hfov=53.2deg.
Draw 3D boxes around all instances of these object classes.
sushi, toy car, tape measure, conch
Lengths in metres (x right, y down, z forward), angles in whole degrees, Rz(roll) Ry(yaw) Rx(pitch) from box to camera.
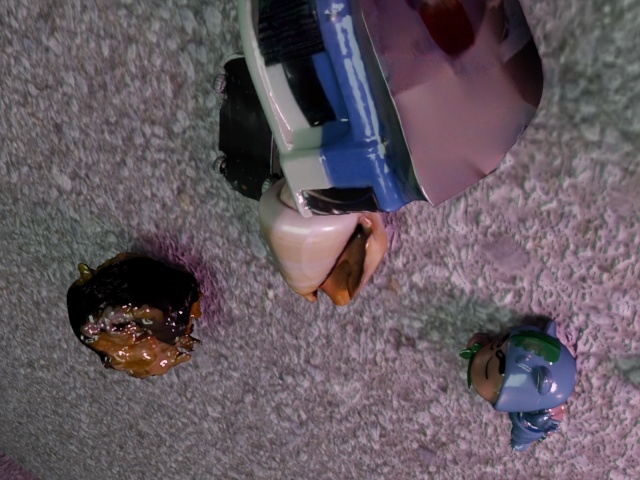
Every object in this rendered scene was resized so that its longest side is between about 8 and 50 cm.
[{"bbox_3d":[-0.310,0.110,1.083,0.213,0.204,0.200,-18,135,9],"label":"sushi"},{"bbox_3d":[-0.086,-0.142,0.817,0.095,0.056,0.204,25,129,23],"label":"toy car"},{"bbox_3d":[0.052,-0.173,0.536,0.138,0.259,0.262,-11,112,42],"label":"tape measure"},{"bbox_3d":[0.001,-0.011,0.819,0.158,0.127,0.255,4,153,-2],"label":"conch"}]

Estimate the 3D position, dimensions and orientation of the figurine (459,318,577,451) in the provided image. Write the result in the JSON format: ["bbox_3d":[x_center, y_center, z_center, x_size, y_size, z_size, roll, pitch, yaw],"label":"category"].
[{"bbox_3d":[0.229,0.176,0.766,0.145,0.114,0.178,12,135,34],"label":"figurine"}]
